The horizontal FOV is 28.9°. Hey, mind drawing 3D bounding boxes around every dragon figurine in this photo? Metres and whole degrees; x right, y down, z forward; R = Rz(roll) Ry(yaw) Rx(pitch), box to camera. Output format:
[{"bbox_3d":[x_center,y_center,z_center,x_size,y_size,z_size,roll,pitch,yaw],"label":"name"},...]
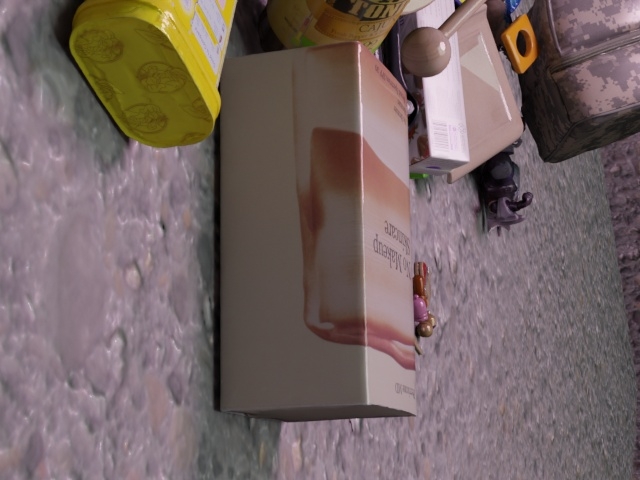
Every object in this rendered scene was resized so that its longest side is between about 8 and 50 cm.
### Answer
[{"bbox_3d":[0.276,-0.393,1.984,0.144,0.085,0.289,-63,147,-60],"label":"dragon figurine"}]

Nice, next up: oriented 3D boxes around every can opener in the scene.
[{"bbox_3d":[0.071,-0.199,1.431,0.059,0.073,0.186,-5,86,-32],"label":"can opener"}]

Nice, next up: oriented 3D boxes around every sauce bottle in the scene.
[{"bbox_3d":[0.053,-0.263,1.012,0.344,0.111,0.111,126,-22,-52],"label":"sauce bottle"}]

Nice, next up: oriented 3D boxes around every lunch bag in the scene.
[{"bbox_3d":[0.397,-0.282,1.827,0.305,0.213,0.256,89,-20,-82],"label":"lunch bag"}]

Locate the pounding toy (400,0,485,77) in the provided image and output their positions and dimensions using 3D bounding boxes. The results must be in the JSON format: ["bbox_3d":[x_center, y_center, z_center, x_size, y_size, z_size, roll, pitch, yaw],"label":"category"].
[{"bbox_3d":[0.061,-0.293,1.305,0.237,0.110,0.183,40,71,-14],"label":"pounding toy"}]

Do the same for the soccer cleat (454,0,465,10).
[{"bbox_3d":[0.147,-0.373,1.616,0.121,0.093,0.289,-67,147,-40],"label":"soccer cleat"}]

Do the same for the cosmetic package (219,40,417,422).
[{"bbox_3d":[0.000,0.000,1.046,0.153,0.129,0.296,28,59,-68],"label":"cosmetic package"}]

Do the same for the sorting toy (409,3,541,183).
[{"bbox_3d":[0.183,-0.193,1.628,0.348,0.047,0.196,-32,111,-42],"label":"sorting toy"}]

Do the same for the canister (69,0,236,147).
[{"bbox_3d":[-0.108,-0.169,0.874,0.126,0.073,0.170,62,28,-47],"label":"canister"}]

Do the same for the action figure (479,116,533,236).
[{"bbox_3d":[0.277,-0.122,1.906,0.285,0.099,0.185,61,17,-58],"label":"action figure"}]

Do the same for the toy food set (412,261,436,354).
[{"bbox_3d":[0.129,0.076,1.551,0.078,0.019,0.122,55,35,-54],"label":"toy food set"}]

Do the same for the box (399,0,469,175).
[{"bbox_3d":[0.122,-0.239,1.488,0.067,0.063,0.324,5,74,-35],"label":"box"}]
